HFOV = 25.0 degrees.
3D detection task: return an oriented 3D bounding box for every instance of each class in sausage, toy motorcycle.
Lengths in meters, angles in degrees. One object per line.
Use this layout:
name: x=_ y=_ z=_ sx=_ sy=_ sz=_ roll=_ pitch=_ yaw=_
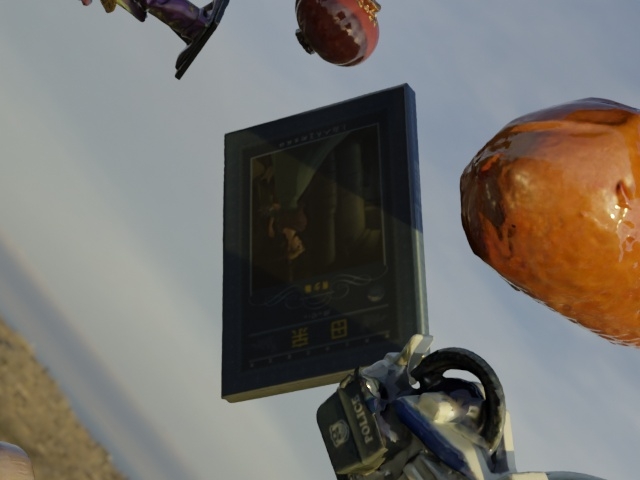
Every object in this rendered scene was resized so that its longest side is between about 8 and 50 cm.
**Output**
sausage: x=0.216 y=-0.010 z=1.069 sx=0.268 sy=0.141 sz=0.153 roll=28 pitch=52 yaw=-42
toy motorcycle: x=0.057 y=0.163 z=0.704 sx=0.102 sy=0.150 sz=0.221 roll=7 pitch=55 yaw=-46

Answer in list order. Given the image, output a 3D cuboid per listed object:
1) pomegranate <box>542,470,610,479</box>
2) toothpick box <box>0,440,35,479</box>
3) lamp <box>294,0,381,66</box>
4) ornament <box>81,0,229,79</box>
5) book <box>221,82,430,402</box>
pomegranate: x=0.133 y=0.289 z=1.054 sx=0.231 sy=0.286 sz=0.231 roll=-11 pitch=90 yaw=-72
toothpick box: x=-0.291 y=0.175 z=1.024 sx=0.149 sy=0.098 sz=0.098 roll=25 pitch=9 yaw=-41
lamp: x=0.018 y=-0.225 z=1.477 sx=0.101 sy=0.090 sz=0.101 roll=46 pitch=26 yaw=-30
ornament: x=-0.190 y=-0.237 z=1.347 sx=0.203 sy=0.088 sz=0.081 roll=23 pitch=-49 yaw=-12
book: x=0.000 y=0.000 z=1.268 sx=0.025 sy=0.191 sz=0.269 roll=43 pitch=40 yaw=-53
